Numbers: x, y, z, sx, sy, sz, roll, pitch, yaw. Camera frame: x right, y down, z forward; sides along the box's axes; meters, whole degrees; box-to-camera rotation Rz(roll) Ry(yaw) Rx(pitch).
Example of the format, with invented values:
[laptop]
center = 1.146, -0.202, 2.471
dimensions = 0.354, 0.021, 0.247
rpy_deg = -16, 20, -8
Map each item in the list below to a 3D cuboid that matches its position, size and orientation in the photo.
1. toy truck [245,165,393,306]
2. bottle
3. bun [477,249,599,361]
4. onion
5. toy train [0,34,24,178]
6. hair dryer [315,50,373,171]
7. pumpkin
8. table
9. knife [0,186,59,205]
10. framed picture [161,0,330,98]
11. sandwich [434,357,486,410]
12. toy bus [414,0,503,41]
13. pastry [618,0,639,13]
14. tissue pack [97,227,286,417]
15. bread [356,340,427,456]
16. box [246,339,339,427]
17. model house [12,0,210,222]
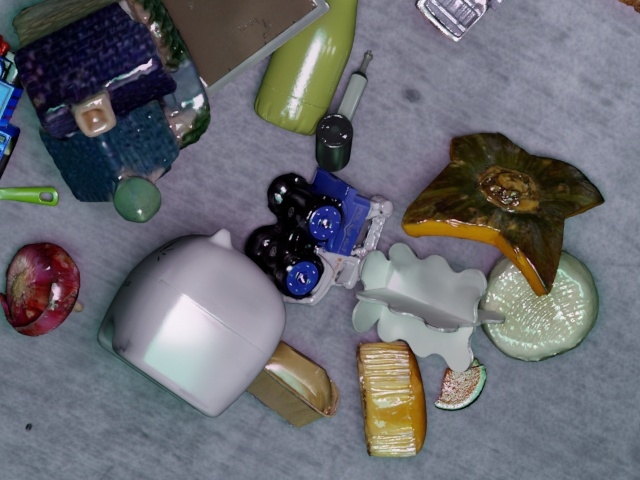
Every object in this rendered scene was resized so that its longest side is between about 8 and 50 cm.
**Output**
[toy truck]
center = 0.000, 0.000, 1.946
dimensions = 0.177, 0.161, 0.213
rpy_deg = 16, 103, -32
[bottle]
center = -0.008, -0.294, 1.876
dimensions = 0.112, 0.112, 0.260
rpy_deg = 21, 101, -9
[bun]
center = 0.347, 0.098, 1.994
dimensions = 0.195, 0.118, 0.195
rpy_deg = 2, 104, 7
[onion]
center = -0.420, 0.081, 1.951
dimensions = 0.140, 0.150, 0.150
rpy_deg = 19, 105, -49
[toy train]
center = -0.505, -0.204, 1.878
dimensions = 0.131, 0.083, 0.204
rpy_deg = 25, 103, -9
[hair dryer]
center = 0.045, -0.207, 1.911
dimensions = 0.057, 0.100, 0.198
rpy_deg = 21, 71, 6
[pumpkin]
center = 0.293, -0.058, 1.914
dimensions = 0.258, 0.290, 0.095
rpy_deg = 30, 136, 7
[table]
center = 0.169, 0.102, 1.922
dimensions = 0.166, 0.198, 0.167
rpy_deg = -19, 118, -41
[knife]
center = -0.492, -0.074, 1.940
dimensions = 0.166, 0.022, 0.078
rpy_deg = 1, 110, -3
[framed picture]
center = -0.144, -0.358, 1.837
dimensions = 0.273, 0.016, 0.216
rpy_deg = -29, 106, 34
[sandwich]
center = 0.236, 0.241, 2.072
dimensions = 0.069, 0.026, 0.101
rpy_deg = 18, 99, -4
[toy bus]
center = 0.286, -0.446, 1.846
dimensions = 0.097, 0.138, 0.342
rpy_deg = 42, 99, -6
[pastry]
center = 0.532, -0.448, 1.814
dimensions = 0.274, 0.193, 0.275
rpy_deg = -18, 132, -22
[tissue pack]
center = -0.185, 0.114, 1.854
dimensions = 0.229, 0.333, 0.236
rpy_deg = 38, 79, -13
[bread]
center = 0.115, 0.257, 2.011
dimensions = 0.114, 0.132, 0.191
rpy_deg = -3, 108, -3
[box]
center = -0.047, 0.225, 2.008
dimensions = 0.177, 0.111, 0.111
rpy_deg = 38, 98, -12
[model house]
center = -0.293, -0.190, 1.769
dimensions = 0.243, 0.284, 0.298
rpy_deg = -23, 119, 2
